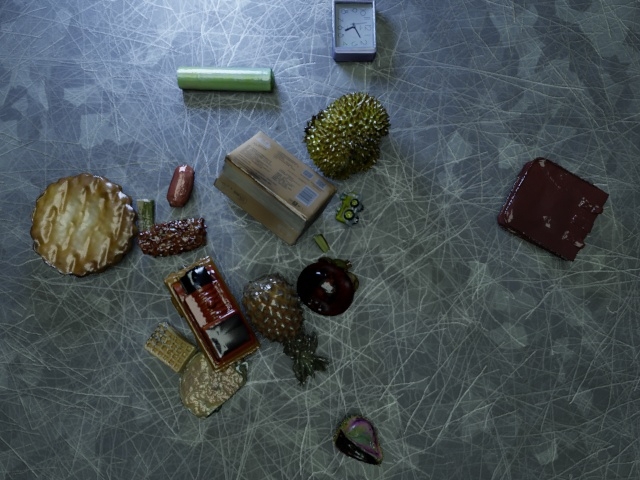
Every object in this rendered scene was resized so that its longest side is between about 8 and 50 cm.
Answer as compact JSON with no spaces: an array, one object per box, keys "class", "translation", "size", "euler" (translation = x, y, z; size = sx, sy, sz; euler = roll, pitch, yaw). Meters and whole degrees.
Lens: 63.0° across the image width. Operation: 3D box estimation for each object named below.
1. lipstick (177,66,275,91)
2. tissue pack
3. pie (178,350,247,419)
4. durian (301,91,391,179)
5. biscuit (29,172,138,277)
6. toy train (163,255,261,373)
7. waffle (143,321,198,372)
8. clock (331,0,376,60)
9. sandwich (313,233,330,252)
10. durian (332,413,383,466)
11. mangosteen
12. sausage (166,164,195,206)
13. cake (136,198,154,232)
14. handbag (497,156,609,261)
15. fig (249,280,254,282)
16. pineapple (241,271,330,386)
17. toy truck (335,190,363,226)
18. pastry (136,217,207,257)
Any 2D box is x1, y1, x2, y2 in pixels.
[{"class":"lipstick","translation":[-0.299,-0.517,1.669],"size":[0.305,0.076,0.076],"euler":[2,86,-1]},{"class":"tissue pack","translation":[-0.149,-0.138,1.601],"size":[0.306,0.238,0.238],"euler":[38,86,2]},{"class":"pie","translation":[-0.342,0.432,1.616],"size":[0.218,0.052,0.185],"euler":[-39,88,-2]},{"class":"durian","translation":[0.087,-0.325,1.584],"size":[0.293,0.258,0.258],"euler":[-38,88,-8]},{"class":"biscuit","translation":[-0.723,-0.045,1.617],"size":[0.326,0.107,0.325],"euler":[0,83,-2]},{"class":"toy train","translation":[-0.307,0.226,1.527],"size":[0.163,0.231,0.369],"euler":[-29,87,-20]},{"class":"waffle","translation":[-0.462,0.329,1.612],"size":[0.148,0.042,0.102],"euler":[33,86,14]},{"class":"clock","translation":[0.110,-0.682,1.687],"size":[0.145,0.073,0.193],"euler":[-2,86,0]},{"class":"sandwich","translation":[0.000,0.000,1.657],"size":[0.031,0.083,0.044],"euler":[-29,43,2]},{"class":"durian","translation":[0.117,0.602,1.604],"size":[0.187,0.119,0.108],"euler":[38,48,-10]},{"class":"mangosteen","translation":[0.027,0.132,1.594],"size":[0.200,0.200,0.199],"euler":[0,86,-1]},{"class":"sausage","translation":[-0.439,-0.169,1.644],"size":[0.076,0.076,0.141],"euler":[17,85,0]},{"class":"cake","translation":[-0.553,-0.067,1.660],"size":[0.051,0.055,0.139],"euler":[1,104,-2]},{"class":"handbag","translation":[0.732,-0.099,1.653],"size":[0.276,0.084,0.260],"euler":[27,86,1]},{"class":"fig","translation":[-0.218,0.166,1.643],"size":[0.050,0.050,0.083],"euler":[2,67,-1]},{"class":"pineapple","translation":[-0.104,0.276,1.575],"size":[0.175,0.175,0.361],"euler":[-23,107,-2]},{"class":"toy truck","translation":[0.089,-0.105,1.654],"size":[0.077,0.076,0.111],"euler":[20,85,20]},{"class":"pastry","translation":[-0.456,-0.010,1.620],"size":[0.209,0.097,0.115],"euler":[-15,95,-4]}]
